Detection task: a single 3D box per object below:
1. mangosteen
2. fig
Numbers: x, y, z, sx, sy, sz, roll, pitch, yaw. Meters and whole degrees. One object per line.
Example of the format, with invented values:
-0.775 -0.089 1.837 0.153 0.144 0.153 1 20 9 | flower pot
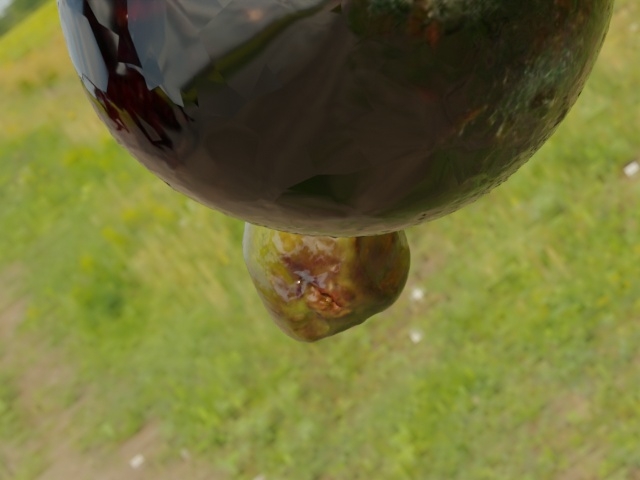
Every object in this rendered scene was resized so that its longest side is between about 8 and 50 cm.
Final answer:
0.007 -0.142 1.048 0.330 0.330 0.330 -35 11 8 | mangosteen
0.000 0.000 1.640 0.144 0.166 0.154 -21 -30 -11 | fig
